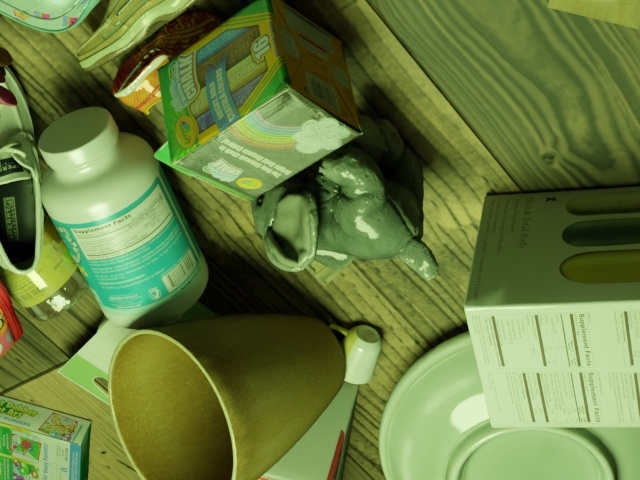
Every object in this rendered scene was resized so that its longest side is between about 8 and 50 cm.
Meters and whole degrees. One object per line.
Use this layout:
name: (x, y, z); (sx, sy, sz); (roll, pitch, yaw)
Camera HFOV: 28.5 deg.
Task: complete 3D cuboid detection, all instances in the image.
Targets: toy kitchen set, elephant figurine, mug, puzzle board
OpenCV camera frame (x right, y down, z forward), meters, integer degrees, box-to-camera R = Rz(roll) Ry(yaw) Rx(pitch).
toy kitchen set: (0.000, 0.000, 1.567); (0.068, 0.075, 0.083); (-40, 157, 0)
elephant figurine: (-0.005, -0.033, 1.449); (0.239, 0.186, 0.169); (-24, 131, 29)
mug: (0.044, 0.145, 1.659); (0.078, 0.062, 0.064); (10, 128, -19)
puzzle board: (0.288, -0.275, 1.243); (0.096, 0.011, 0.128); (15, 133, 5)

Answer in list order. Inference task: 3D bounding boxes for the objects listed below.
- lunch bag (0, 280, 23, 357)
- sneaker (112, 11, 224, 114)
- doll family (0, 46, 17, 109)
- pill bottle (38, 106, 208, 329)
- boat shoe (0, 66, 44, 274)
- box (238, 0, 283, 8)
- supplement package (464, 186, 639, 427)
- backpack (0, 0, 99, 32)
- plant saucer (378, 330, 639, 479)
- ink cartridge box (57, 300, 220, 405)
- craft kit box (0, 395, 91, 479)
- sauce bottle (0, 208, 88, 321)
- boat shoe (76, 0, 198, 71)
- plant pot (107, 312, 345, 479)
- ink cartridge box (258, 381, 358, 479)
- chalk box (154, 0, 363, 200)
lunch bag: (-0.521, 0.036, 1.589); (0.293, 0.120, 0.258); (37, 160, 10)
sneaker: (-0.161, -0.202, 1.417); (0.067, 0.064, 0.175); (27, 142, -36)
doll family: (-0.439, -0.202, 1.420); (0.163, 0.118, 0.263); (-30, 86, 17)
pill bottle: (-0.245, -0.029, 1.527); (0.146, 0.146, 0.264); (-6, 128, 21)
boat shoe: (-0.378, -0.087, 1.492); (0.096, 0.088, 0.268); (-9, 107, -24)
box: (-0.083, -0.344, 1.272); (0.136, 0.036, 0.225); (-23, 120, 32)
supplement package: (0.317, 0.075, 1.419); (0.262, 0.199, 0.198); (-3, 129, 19)
backpack: (-0.285, -0.306, 1.293); (0.166, 0.144, 0.188); (25, 136, -14)
plant saucer: (0.272, 0.294, 1.644); (0.400, 0.100, 0.400); (3, 121, 5)
ink cartridge box: (-0.237, 0.157, 1.755); (0.171, 0.056, 0.235); (36, 132, -16)
craft kit box: (-0.492, 0.348, 2.004); (0.246, 0.061, 0.250); (14, 133, 0)
sauce bottle: (-0.429, -0.046, 1.588); (0.111, 0.111, 0.344); (-19, 124, 30)
boat shoe: (-0.204, -0.257, 1.374); (0.190, 0.068, 0.072); (-30, 105, 24)
plant pot: (-0.094, 0.188, 1.589); (0.237, 0.254, 0.237); (20, 119, 41)
ink cartridge box: (-0.034, 0.345, 1.768); (0.114, 0.197, 0.273); (13, 133, 7)
chalk box: (-0.084, -0.139, 1.352); (0.213, 0.132, 0.132); (-28, 147, 28)
